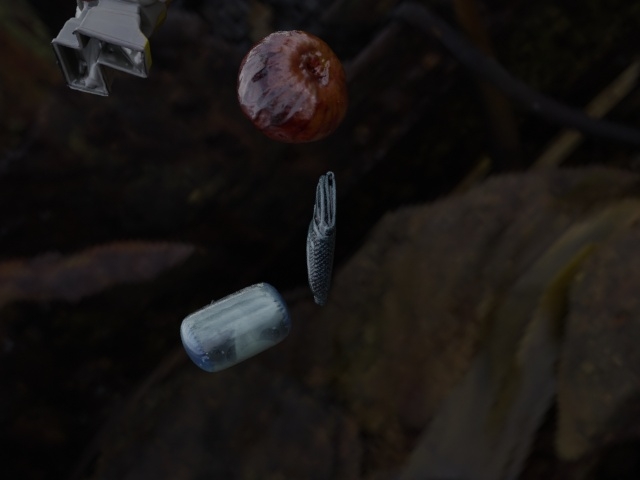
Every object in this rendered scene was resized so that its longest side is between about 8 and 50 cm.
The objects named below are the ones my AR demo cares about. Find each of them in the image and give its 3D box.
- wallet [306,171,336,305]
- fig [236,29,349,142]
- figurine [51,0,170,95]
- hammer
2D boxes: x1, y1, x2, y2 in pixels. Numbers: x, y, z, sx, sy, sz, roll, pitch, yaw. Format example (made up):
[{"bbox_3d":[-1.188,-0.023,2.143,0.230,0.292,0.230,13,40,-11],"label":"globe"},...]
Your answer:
[{"bbox_3d":[0.000,0.000,1.879,0.129,0.026,0.088,98,172,-48],"label":"wallet"},{"bbox_3d":[-0.044,-0.169,1.920,0.150,0.128,0.128,9,56,30],"label":"fig"},{"bbox_3d":[-0.257,-0.351,2.422,0.308,0.143,0.308,-19,50,25],"label":"figurine"},{"bbox_3d":[-0.100,0.090,1.908,0.116,0.069,0.194,-26,6,-9],"label":"hammer"}]
